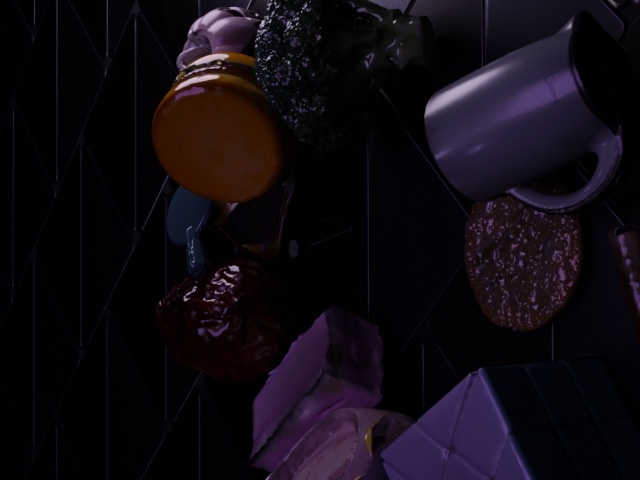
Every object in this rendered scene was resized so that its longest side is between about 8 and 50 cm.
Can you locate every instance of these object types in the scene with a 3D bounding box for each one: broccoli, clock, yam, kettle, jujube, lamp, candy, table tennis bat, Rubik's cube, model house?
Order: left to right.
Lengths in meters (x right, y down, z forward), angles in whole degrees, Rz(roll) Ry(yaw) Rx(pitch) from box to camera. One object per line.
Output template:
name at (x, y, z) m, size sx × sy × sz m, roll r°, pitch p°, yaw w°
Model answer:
table tennis bat at (-0.212, -0.024, 1.973) m, size 0.124 × 0.033 × 0.201 m, roll -41°, pitch 44°, yaw 31°
jujube at (-0.167, 0.135, 2.022) m, size 0.342 × 0.216 × 0.216 m, roll -3°, pitch 87°, yaw 59°
model house at (-0.162, -0.080, 2.053) m, size 0.219 × 0.136 × 0.207 m, roll 32°, pitch 116°, yaw 48°
candy at (-0.010, 0.241, 1.832) m, size 0.265 × 0.116 × 0.155 m, roll -55°, pitch 19°, yaw 36°
lamp at (0.000, 0.000, 1.917) m, size 0.121 × 0.054 × 0.041 m, roll -31°, pitch 65°, yaw 56°
broccoli at (0.034, -0.265, 1.752) m, size 0.270 × 0.270 × 0.270 m, roll -10°, pitch 80°, yaw 19°
clock at (0.035, 0.421, 1.642) m, size 0.377 × 0.250 × 0.368 m, roll -37°, pitch 20°, yaw 46°
Rubik's cube at (0.245, 0.291, 1.440) m, size 0.221 × 0.225 × 0.231 m, roll -49°, pitch 53°, yaw 41°
kettle at (0.276, -0.135, 1.466) m, size 0.236 × 0.161 × 0.221 m, roll -26°, pitch 76°, yaw 41°
yam at (0.392, 0.105, 1.397) m, size 0.046 × 0.046 × 0.264 m, roll -33°, pitch 63°, yaw 48°

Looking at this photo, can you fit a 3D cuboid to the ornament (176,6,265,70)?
ornament at (-0.158, -0.309, 2.030) m, size 0.177 × 0.177 × 0.177 m, roll -1°, pitch 89°, yaw 53°

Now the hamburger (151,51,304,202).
hamburger at (-0.141, -0.185, 1.904) m, size 0.246 × 0.246 × 0.170 m, roll -52°, pitch 12°, yaw 39°

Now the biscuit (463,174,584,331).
biscuit at (0.265, 0.011, 1.576) m, size 0.220 × 0.033 × 0.219 m, roll -6°, pitch 82°, yaw 53°
